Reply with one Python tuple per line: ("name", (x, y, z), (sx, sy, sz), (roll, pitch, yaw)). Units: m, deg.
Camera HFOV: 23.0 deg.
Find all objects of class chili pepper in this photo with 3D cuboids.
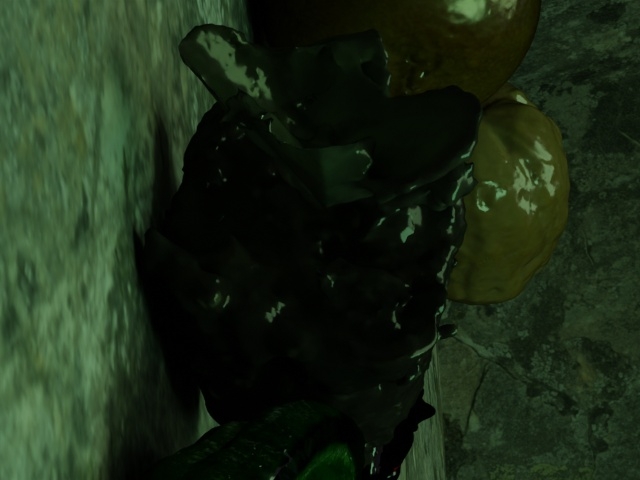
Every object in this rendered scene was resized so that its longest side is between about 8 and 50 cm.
("chili pepper", (-0.036, 0.117, 0.599), (0.279, 0.065, 0.122), (5, 100, -78))

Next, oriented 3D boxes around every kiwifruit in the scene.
("kiwifruit", (0.049, -0.187, 1.049), (0.196, 0.196, 0.234), (78, 10, -47))

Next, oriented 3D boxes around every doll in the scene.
("doll", (0.036, 0.138, 1.181), (0.248, 0.088, 0.127), (94, -28, -71))

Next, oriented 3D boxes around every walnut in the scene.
("walnut", (0.137, -0.045, 1.593), (0.257, 0.224, 0.257), (-44, 154, -28))

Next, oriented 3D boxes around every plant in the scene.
("plant", (0.000, 0.000, 0.669), (0.203, 0.142, 0.131), (85, 20, -44))
